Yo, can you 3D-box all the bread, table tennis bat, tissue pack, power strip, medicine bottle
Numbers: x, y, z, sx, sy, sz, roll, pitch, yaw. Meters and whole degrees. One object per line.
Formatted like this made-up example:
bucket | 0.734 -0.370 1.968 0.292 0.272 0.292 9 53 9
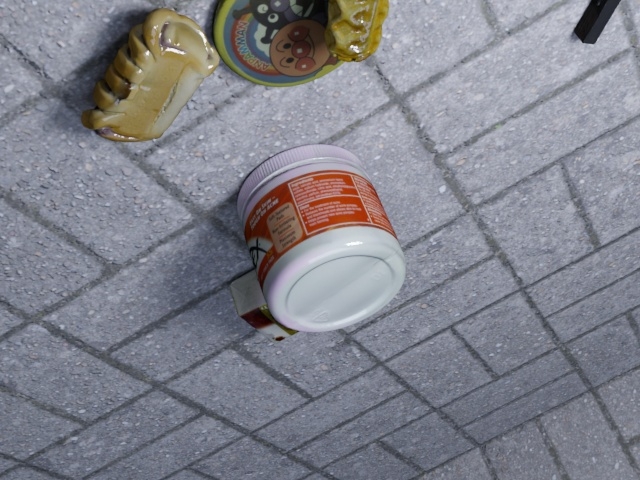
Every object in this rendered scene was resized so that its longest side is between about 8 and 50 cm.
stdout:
bread | -0.246 -0.232 1.252 0.134 0.081 0.225 13 130 -44
table tennis bat | 0.020 -0.342 1.265 0.369 0.054 0.224 -23 140 8
tissue pack | -0.096 0.129 1.762 0.106 0.099 0.148 -29 143 12
power strip | 0.462 -0.380 1.444 0.029 0.038 0.111 -1 138 -23
medicine bottle | 0.000 0.000 1.530 0.253 0.241 0.252 -13 142 -10
bread | 0.066 -0.404 1.142 0.084 0.077 0.367 -41 149 -47
